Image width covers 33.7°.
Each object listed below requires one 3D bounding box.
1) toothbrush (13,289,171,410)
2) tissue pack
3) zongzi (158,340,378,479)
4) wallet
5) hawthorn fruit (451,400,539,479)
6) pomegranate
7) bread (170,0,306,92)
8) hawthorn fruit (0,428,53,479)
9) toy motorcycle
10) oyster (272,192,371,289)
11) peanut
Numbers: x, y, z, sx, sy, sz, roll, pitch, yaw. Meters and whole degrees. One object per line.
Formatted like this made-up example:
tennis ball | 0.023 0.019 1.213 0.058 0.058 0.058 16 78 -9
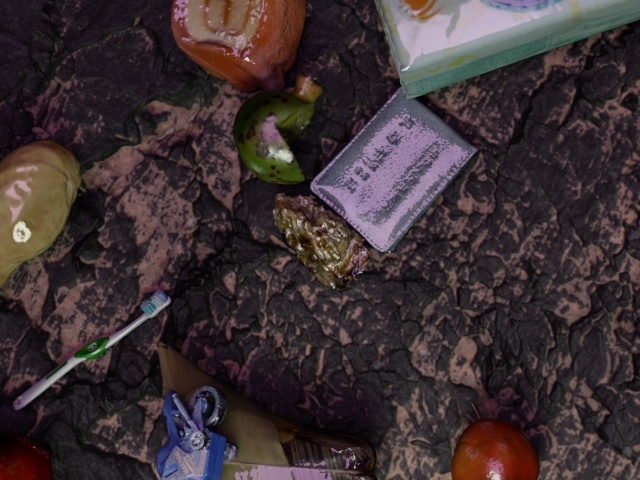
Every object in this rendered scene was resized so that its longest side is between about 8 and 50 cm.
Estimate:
toothbrush | -0.358 0.175 1.648 0.304 0.030 0.030 -37 77 6
tissue pack | 0.261 -0.405 1.543 0.387 0.162 0.287 -19 77 5
zongzi | -0.081 0.257 1.522 0.289 0.154 0.318 -17 74 6
wallet | 0.108 -0.104 1.595 0.167 0.036 0.222 43 91 14
hawthorn fruit | 0.245 0.304 1.468 0.125 0.125 0.140 16 56 13
pomegranate | -0.068 -0.172 1.583 0.122 0.143 0.169 10 93 12
bread | -0.120 -0.365 1.635 0.190 0.123 0.244 14 83 14
hawthorn fruit | -0.501 0.394 1.559 0.215 0.215 0.250 -7 85 10
toy motorcycle | -0.179 0.296 1.430 0.114 0.076 0.205 -12 61 32
oyster | -0.006 -0.005 1.579 0.105 0.056 0.177 -40 82 33
peanut | -0.491 -0.018 1.643 0.147 0.147 0.319 39 87 14
